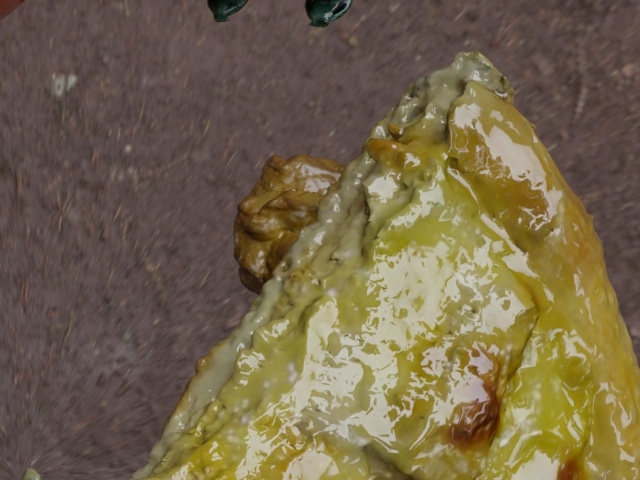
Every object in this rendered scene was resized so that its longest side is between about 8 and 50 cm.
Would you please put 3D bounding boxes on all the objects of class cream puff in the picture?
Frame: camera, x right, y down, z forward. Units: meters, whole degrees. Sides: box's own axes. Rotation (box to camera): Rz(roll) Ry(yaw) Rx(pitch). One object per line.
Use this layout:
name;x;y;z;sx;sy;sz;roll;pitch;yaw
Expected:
cream puff;0.000;0.000;1.073;0.094;0.116;0.122;-6;101;30

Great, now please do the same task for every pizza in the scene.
pizza;0.008;0.122;0.510;0.287;0.075;0.280;-34;114;-29

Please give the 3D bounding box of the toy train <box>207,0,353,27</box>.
toy train;-0.037;-0.264;1.431;0.200;0.083;0.132;8;64;29

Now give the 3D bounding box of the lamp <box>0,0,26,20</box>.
lamp;-0.109;-0.133;0.367;0.163;0.187;0.188;10;79;14
